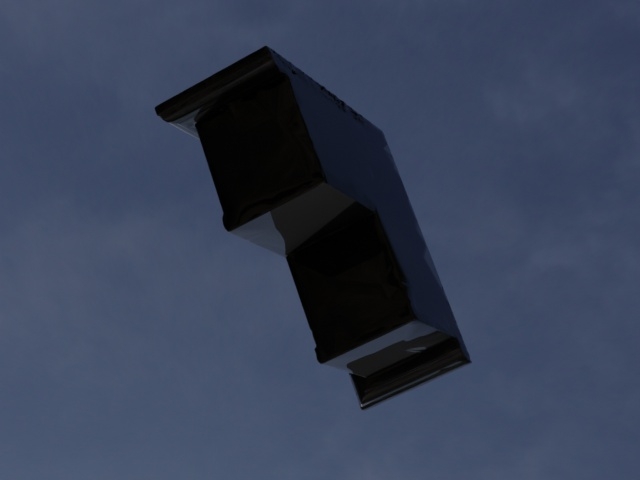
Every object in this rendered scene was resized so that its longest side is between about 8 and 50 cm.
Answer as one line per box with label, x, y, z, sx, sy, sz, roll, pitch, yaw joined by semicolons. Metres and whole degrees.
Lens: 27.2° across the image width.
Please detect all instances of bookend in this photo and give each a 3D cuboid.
bookend;0.000;0.000;0.715;0.072;0.156;0.157;-27;-111;18
